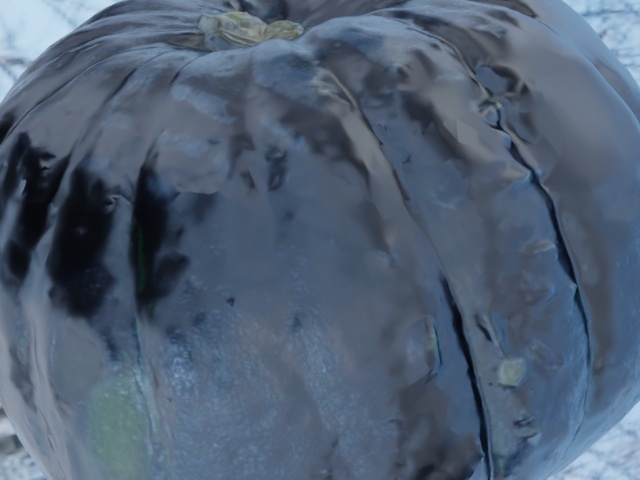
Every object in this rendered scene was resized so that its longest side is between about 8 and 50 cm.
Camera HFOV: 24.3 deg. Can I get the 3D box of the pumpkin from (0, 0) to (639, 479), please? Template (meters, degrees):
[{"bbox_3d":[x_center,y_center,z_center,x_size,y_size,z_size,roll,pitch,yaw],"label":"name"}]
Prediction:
[{"bbox_3d":[0.000,0.000,0.751,0.363,0.363,0.266,11,-58,45],"label":"pumpkin"}]
